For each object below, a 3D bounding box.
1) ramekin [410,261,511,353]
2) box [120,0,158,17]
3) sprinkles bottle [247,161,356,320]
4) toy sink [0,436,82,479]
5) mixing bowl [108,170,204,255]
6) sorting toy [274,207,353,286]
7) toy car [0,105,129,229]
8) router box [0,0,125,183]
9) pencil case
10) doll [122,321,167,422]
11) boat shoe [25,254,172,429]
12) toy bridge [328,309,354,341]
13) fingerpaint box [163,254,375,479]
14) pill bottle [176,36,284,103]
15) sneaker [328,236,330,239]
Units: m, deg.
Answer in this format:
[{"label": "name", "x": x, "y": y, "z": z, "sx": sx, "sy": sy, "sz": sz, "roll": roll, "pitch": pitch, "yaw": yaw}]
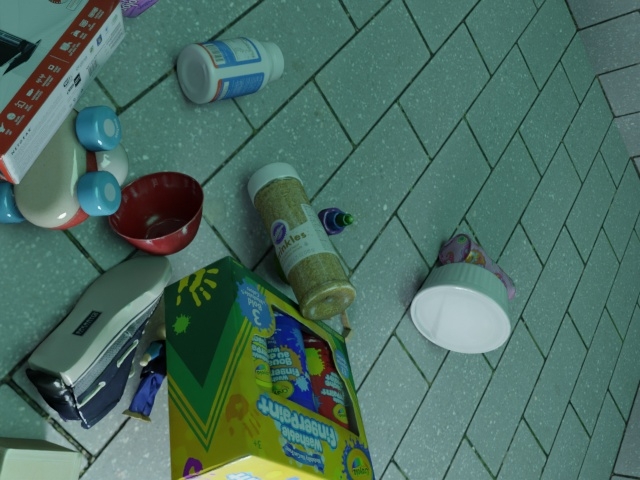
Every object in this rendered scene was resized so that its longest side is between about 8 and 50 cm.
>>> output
[{"label": "ramekin", "x": 0.395, "y": 0.178, "z": 1.813, "sx": 0.273, "sy": 0.273, "sz": 0.127, "roll": 52, "pitch": 41, "yaw": -25}, {"label": "box", "x": -0.441, "y": -0.545, "z": 1.208, "sx": 0.243, "sy": 0.117, "sz": 0.214, "roll": -12, "pitch": 92, "yaw": -43}, {"label": "sprinkles bottle", "x": -0.045, "y": -0.005, "z": 1.388, "sx": 0.121, "sy": 0.121, "sz": 0.355, "roll": 10, "pitch": 43, "yaw": -42}, {"label": "toy sink", "x": -0.485, "y": 0.435, "z": 1.017, "sx": 0.131, "sy": 0.152, "sz": 0.234, "roll": 19, "pitch": 73, "yaw": -40}, {"label": "mixing bowl", "x": -0.304, "y": -0.037, "z": 1.259, "sx": 0.181, "sy": 0.181, "sz": 0.098, "roll": -54, "pitch": 153, "yaw": -33}, {"label": "sorting toy", "x": -0.037, "y": 0.061, "z": 1.467, "sx": 0.127, "sy": 0.126, "sz": 0.365, "roll": 47, "pitch": 65, "yaw": -20}, {"label": "toy car", "x": -0.414, "y": -0.117, "z": 1.160, "sx": 0.238, "sy": 0.219, "sz": 0.210, "roll": 13, "pitch": 74, "yaw": -71}, {"label": "router box", "x": -0.521, "y": -0.289, "z": 1.012, "sx": 0.301, "sy": 0.082, "sz": 0.335, "roll": 22, "pitch": 64, "yaw": 1}, {"label": "pencil case", "x": 0.481, "y": 0.095, "z": 2.000, "sx": 0.284, "sy": 0.124, "sz": 0.124, "roll": 37, "pitch": 61, "yaw": -35}, {"label": "doll", "x": -0.319, "y": 0.247, "z": 1.251, "sx": 0.129, "sy": 0.046, "sz": 0.189, "roll": 66, "pitch": 37, "yaw": -64}, {"label": "boat shoe", "x": -0.378, "y": 0.179, "z": 1.193, "sx": 0.340, "sy": 0.127, "sz": 0.158, "roll": -52, "pitch": 146, "yaw": -44}, {"label": "toy bridge", "x": 0.031, "y": 0.170, "z": 1.623, "sx": 0.188, "sy": 0.026, "sz": 0.063, "roll": 53, "pitch": 52, "yaw": -25}, {"label": "fingerpaint box", "x": -0.083, "y": 0.294, "z": 1.237, "sx": 0.445, "sy": 0.163, "sz": 0.371, "roll": 42, "pitch": 28, "yaw": -47}, {"label": "pill bottle", "x": -0.188, "y": -0.374, "z": 1.420, "sx": 0.221, "sy": 0.124, "sz": 0.124, "roll": -23, "pitch": 101, "yaw": -43}, {"label": "sneaker", "x": 0.000, "y": 0.000, "z": 1.606, "sx": 0.058, "sy": 0.052, "sz": 0.135, "roll": 45, "pitch": 65, "yaw": -38}]
